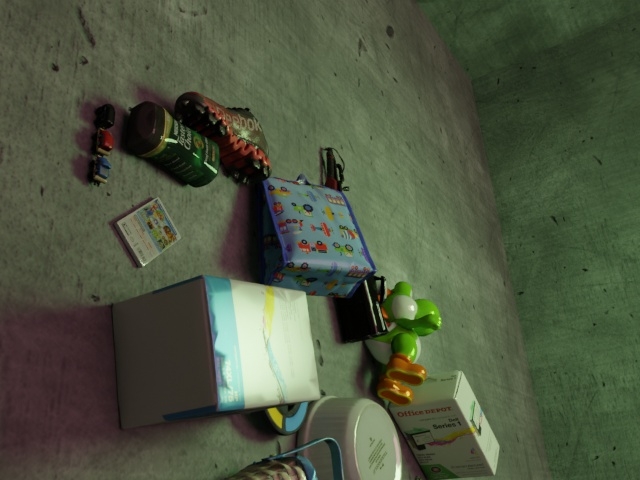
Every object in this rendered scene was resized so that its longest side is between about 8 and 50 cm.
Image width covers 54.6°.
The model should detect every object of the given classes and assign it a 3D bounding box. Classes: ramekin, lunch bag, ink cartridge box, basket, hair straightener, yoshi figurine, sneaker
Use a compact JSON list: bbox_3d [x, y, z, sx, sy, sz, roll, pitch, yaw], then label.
[{"bbox_3d":[0.073,0.465,1.339,0.273,0.127,0.272,38,43,-46],"label":"ramekin"},{"bbox_3d":[-0.027,-0.033,1.393,0.221,0.138,0.293,7,55,-27],"label":"lunch bag"},{"bbox_3d":[-0.162,0.184,1.014,0.270,0.198,0.197,16,61,-57],"label":"ink cartridge box"},{"bbox_3d":[-0.053,0.482,1.028,0.289,0.201,0.254,3,70,-49],"label":"basket"},{"bbox_3d":[0.340,0.511,1.701,0.278,0.201,0.117,62,32,-17],"label":"ink cartridge box"},{"bbox_3d":[0.041,-0.164,1.744,0.089,0.047,0.230,33,43,-50],"label":"hair straightener"},{"bbox_3d":[0.256,0.269,1.714,0.203,0.204,0.362,57,28,-33],"label":"yoshi figurine"},{"bbox_3d":[-0.200,-0.234,1.295,0.276,0.098,0.135,39,43,-48],"label":"sneaker"}]

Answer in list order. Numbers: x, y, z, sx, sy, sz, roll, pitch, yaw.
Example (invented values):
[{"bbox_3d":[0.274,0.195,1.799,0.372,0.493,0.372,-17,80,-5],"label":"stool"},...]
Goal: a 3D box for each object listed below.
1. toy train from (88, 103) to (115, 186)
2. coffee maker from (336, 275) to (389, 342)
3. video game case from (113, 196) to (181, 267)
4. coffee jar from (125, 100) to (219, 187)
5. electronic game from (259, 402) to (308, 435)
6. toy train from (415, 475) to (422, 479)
[{"bbox_3d":[-0.360,-0.161,1.032,0.027,0.036,0.158,31,49,-51],"label":"toy train"},{"bbox_3d":[0.089,0.167,1.577,0.171,0.120,0.178,-3,74,-37],"label":"coffee maker"},{"bbox_3d":[-0.299,-0.016,1.083,0.087,0.011,0.122,63,30,-14],"label":"video game case"},{"bbox_3d":[-0.273,-0.177,1.150,0.184,0.079,0.096,31,49,-50],"label":"coffee jar"},{"bbox_3d":[-0.077,0.272,1.242,0.229,0.048,0.229,-14,90,-69],"label":"electronic game"},{"bbox_3d":[0.284,0.676,1.703,0.083,0.017,0.023,57,22,-26],"label":"toy train"}]
